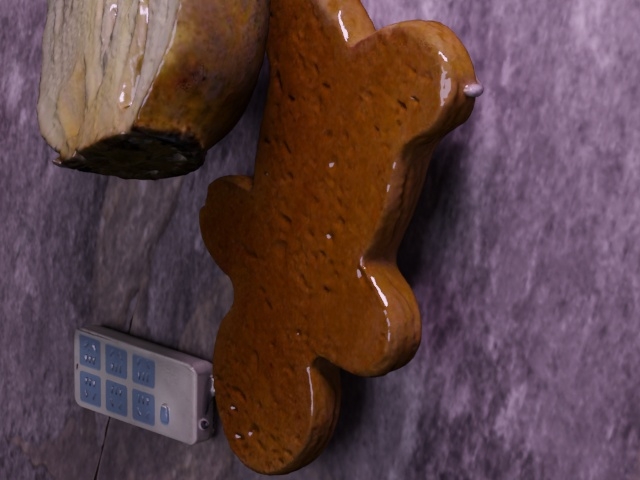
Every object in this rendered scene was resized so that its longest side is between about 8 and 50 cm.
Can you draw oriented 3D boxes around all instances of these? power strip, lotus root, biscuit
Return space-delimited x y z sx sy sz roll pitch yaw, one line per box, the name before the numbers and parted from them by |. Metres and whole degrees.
power strip | -0.171 0.137 1.522 0.192 0.035 0.081 13 106 41
lotus root | -0.112 -0.173 1.283 0.267 0.149 0.260 -39 46 47
biscuit | 0.001 0.000 1.324 0.283 0.064 0.432 35 120 45
